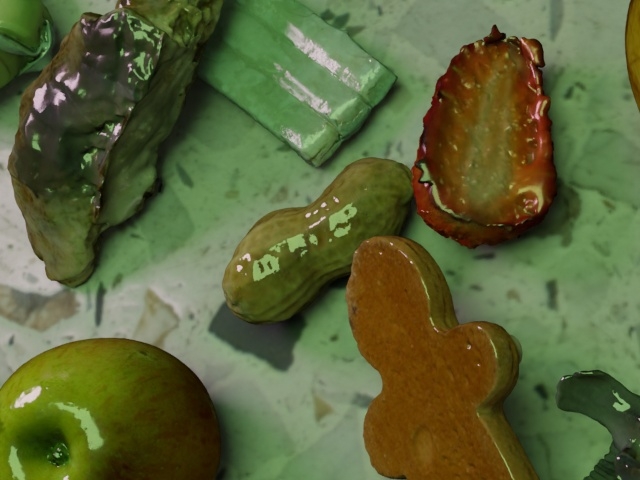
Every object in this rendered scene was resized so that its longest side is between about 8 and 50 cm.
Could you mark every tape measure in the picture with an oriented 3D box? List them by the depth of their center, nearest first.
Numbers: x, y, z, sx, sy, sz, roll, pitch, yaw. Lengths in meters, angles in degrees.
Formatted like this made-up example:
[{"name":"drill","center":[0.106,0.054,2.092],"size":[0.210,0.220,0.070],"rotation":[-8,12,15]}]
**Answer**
[{"name":"tape measure","center":[-0.348,-0.213,1.695],"size":[0.175,0.106,0.200],"rotation":[-35,64,-7]}]

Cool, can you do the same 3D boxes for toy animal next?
[{"name":"toy animal","center":[0.258,0.173,1.299],"size":[0.272,0.160,0.197],"rotation":[-50,56,11]}]

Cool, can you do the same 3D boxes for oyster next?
[{"name":"oyster","center":[-0.188,-0.129,1.573],"size":[0.166,0.110,0.341],"rotation":[49,113,25]}]

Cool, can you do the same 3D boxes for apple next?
[{"name":"apple","center":[-0.185,0.172,1.458],"size":[0.196,0.196,0.196],"rotation":[-7,70,20]}]

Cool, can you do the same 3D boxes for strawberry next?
[{"name":"strawberry","center":[0.143,-0.078,1.469],"size":[0.121,0.082,0.188],"rotation":[13,67,5]}]

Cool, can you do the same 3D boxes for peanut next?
[{"name":"peanut","center":[-0.001,-0.002,1.495],"size":[0.192,0.089,0.089],"rotation":[-32,64,5]}]

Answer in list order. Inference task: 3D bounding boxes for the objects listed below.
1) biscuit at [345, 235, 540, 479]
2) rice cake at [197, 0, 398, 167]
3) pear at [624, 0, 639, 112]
[{"name":"biscuit","center":[0.104,0.139,1.368],"size":[0.324,0.049,0.205],"rotation":[63,143,23]},{"name":"rice cake","center":[-0.038,-0.159,1.584],"size":[0.124,0.038,0.211],"rotation":[-47,62,3]},{"name":"pear","center":[0.360,-0.137,1.290],"size":[0.280,0.281,0.281],"rotation":[-7,70,20]}]
